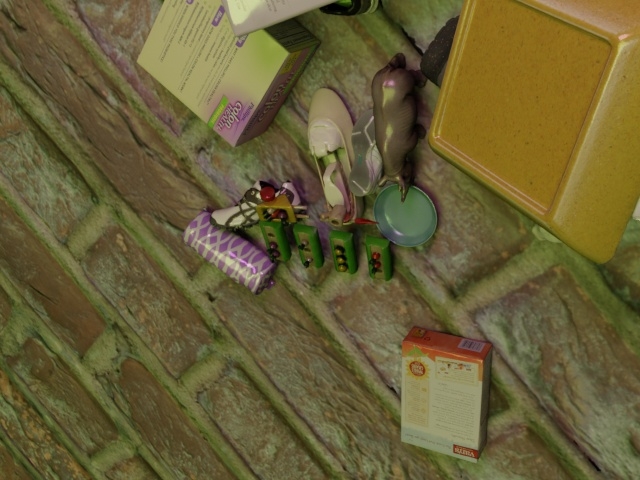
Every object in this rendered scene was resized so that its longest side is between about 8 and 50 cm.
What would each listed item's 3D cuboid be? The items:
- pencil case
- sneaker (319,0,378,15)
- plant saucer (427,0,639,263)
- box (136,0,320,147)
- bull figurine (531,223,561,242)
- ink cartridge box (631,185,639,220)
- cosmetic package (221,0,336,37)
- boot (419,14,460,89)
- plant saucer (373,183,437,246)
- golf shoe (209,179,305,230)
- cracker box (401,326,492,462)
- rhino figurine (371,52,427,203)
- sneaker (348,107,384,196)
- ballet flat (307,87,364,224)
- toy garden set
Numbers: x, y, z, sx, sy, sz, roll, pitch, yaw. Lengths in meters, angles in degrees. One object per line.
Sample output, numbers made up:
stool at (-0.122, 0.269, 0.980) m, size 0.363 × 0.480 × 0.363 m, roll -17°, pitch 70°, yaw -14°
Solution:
pencil case at (-0.184, 0.026, 1.496) m, size 0.206 × 0.086 × 0.088 m, roll 37°, pitch 159°, yaw 12°
sneaker at (0.006, -0.405, 1.190) m, size 0.170 × 0.075 × 0.063 m, roll 27°, pitch 123°, yaw 16°
plant saucer at (0.262, -0.180, 0.921) m, size 0.333 × 0.081 × 0.332 m, roll 43°, pitch 134°, yaw 40°
box at (-0.163, -0.329, 1.295) m, size 0.243 × 0.117 × 0.213 m, roll 42°, pitch 125°, yaw 7°
bull figurine at (0.392, -0.136, 1.029) m, size 0.101 × 0.188 × 0.310 m, roll 24°, pitch 121°, yaw 12°
ink cartridge box at (0.522, -0.132, 0.912) m, size 0.197 × 0.270 × 0.198 m, roll 19°, pitch 121°, yaw 20°
cosmetic package at (0.024, -0.443, 1.039) m, size 0.366 × 0.155 × 0.196 m, roll -15°, pitch 111°, yaw 14°
boot at (0.296, -0.286, 1.024) m, size 0.222 × 0.118 × 0.338 m, roll 55°, pitch 141°, yaw 25°
plant saucer at (0.152, -0.047, 1.311) m, size 0.119 × 0.021 × 0.119 m, roll 12°, pitch 117°, yaw 24°
golf shoe at (-0.127, -0.072, 1.427) m, size 0.198 × 0.077 × 0.093 m, roll -5°, pitch 107°, yaw 20°
cracker box at (0.234, 0.290, 1.396) m, size 0.156 × 0.067 × 0.232 m, roll 10°, pitch 116°, yaw 26°
rhino figurine at (0.126, -0.175, 1.212) m, size 0.073 × 0.106 × 0.243 m, roll 8°, pitch 116°, yaw 27°
sneaker at (0.085, -0.152, 1.283) m, size 0.054 × 0.061 × 0.152 m, roll 13°, pitch 99°, yaw 32°
ballet flat at (0.023, -0.141, 1.302) m, size 0.086 × 0.086 × 0.248 m, roll -6°, pitch 109°, yaw 31°
toy garden set at (0.000, 0.000, 1.325) m, size 0.244 × 0.049 × 0.203 m, roll 10°, pitch 146°, yaw 16°
